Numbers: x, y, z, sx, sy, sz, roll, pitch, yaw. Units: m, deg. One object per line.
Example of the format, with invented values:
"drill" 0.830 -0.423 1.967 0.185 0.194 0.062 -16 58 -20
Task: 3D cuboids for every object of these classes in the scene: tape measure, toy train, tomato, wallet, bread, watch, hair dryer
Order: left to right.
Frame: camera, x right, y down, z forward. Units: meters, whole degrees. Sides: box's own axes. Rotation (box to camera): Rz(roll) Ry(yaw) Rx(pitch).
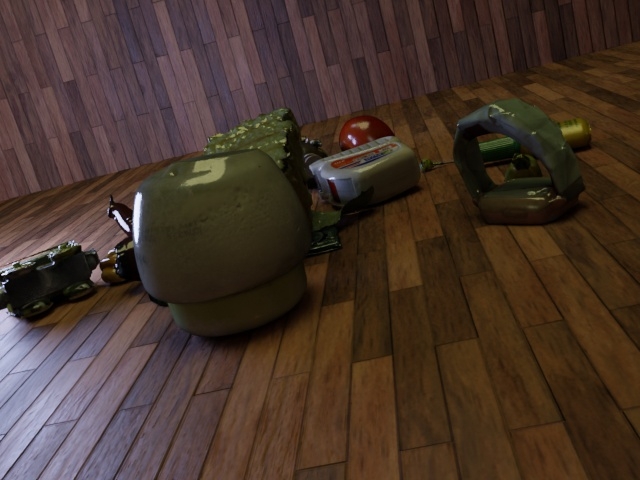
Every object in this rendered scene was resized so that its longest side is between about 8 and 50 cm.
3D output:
"toy train" -0.667 0.095 1.816 0.260 0.134 0.177 -25 10 -32
"bread" -0.480 0.045 1.897 0.119 0.084 0.177 -5 23 34
"hair dryer" -0.409 -0.036 1.869 0.312 0.123 0.340 -17 41 -35
"bread" -0.133 -0.103 1.745 0.239 0.264 0.395 -16 34 7
"wallet" 0.000 0.000 1.708 0.088 0.026 0.129 -15 16 2
"tape measure" 0.123 -0.176 2.017 0.258 0.130 0.265 -20 22 -6
"tomato" 0.148 -0.298 2.290 0.136 0.195 0.195 -45 24 -12
"watch" 0.397 -0.171 1.537 0.253 0.241 0.161 2 22 45

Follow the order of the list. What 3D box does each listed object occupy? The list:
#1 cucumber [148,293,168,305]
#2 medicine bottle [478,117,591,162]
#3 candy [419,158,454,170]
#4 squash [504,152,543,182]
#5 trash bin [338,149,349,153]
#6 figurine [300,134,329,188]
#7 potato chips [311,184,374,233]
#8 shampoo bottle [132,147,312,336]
"cucumber" -0.302 0.054 1.647 0.191 0.130 0.191 -7 16 2
"medicine bottle" 0.552 -0.256 1.980 0.308 0.076 0.111 -12 15 16
"candy" 0.343 -0.220 2.143 0.122 0.035 0.035 -6 4 -3
"squash" 0.470 -0.161 1.742 0.090 0.075 0.200 10 1 17
"trash bin" 0.087 -0.222 2.251 0.043 0.092 0.061 -23 17 -18
"figurine" -0.045 -0.239 2.343 0.158 0.161 0.275 21 19 -5
"potato chips" 0.031 -0.069 1.849 0.228 0.059 0.167 -19 10 12
"shampoo bottle" -0.182 -0.007 1.376 0.322 0.318 0.322 -16 17 5
